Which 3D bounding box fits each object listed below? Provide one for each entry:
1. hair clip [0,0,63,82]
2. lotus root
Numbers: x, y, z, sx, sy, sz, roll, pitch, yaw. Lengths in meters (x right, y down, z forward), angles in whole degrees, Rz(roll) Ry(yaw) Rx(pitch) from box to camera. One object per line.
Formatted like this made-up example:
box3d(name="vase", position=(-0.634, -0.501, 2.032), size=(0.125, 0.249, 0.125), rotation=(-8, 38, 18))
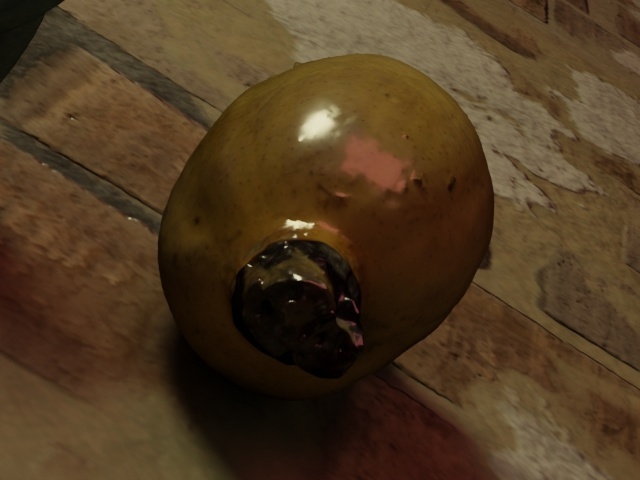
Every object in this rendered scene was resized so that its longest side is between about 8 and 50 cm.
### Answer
box3d(name="hair clip", position=(-0.277, -0.204, 0.876), size=(0.318, 0.392, 0.238), rotation=(9, 57, -53))
box3d(name="lotus root", position=(0.000, 0.000, 0.948), size=(0.183, 0.183, 0.310), rotation=(33, 21, -3))
